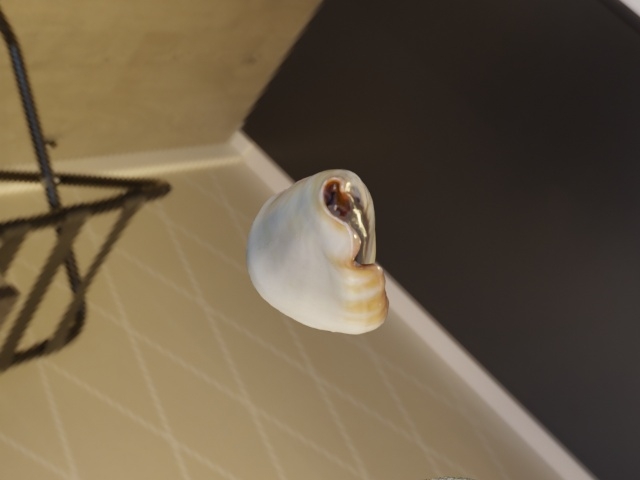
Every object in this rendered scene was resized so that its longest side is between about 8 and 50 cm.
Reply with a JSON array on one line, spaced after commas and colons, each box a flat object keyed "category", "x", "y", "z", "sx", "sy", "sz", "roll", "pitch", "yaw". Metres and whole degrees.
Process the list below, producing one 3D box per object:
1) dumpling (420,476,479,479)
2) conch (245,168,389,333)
[{"category": "dumpling", "x": 0.088, "y": 0.246, "z": 0.803, "sx": 0.216, "sy": 0.166, "sz": 0.126, "roll": -9, "pitch": -164, "yaw": 25}, {"category": "conch", "x": 0.011, "y": 0.002, "z": 0.780, "sx": 0.094, "sy": 0.104, "sz": 0.176, "roll": 11, "pitch": 160, "yaw": -21}]
